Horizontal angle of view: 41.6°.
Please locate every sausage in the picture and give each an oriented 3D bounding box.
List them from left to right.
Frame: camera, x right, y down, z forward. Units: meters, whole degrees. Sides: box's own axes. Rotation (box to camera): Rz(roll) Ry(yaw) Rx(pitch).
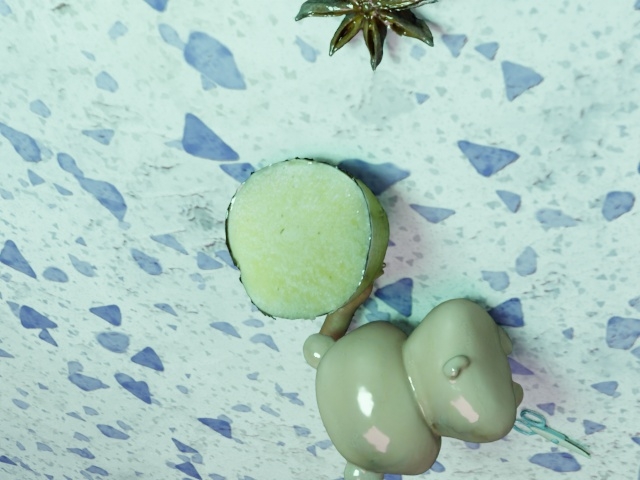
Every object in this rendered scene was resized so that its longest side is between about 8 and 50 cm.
[{"bbox_3d":[0.027,0.105,1.123,0.043,0.043,0.186,22,139,2],"label":"sausage"}]

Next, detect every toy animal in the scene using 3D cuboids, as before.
[{"bbox_3d":[0.124,0.185,1.035,0.229,0.210,0.221,-3,159,-32],"label":"toy animal"}]

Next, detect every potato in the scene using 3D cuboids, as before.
[{"bbox_3d":[0.000,0.000,0.970,0.202,0.182,0.117,-2,177,36],"label":"potato"}]

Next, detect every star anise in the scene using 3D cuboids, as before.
[{"bbox_3d":[0.042,-0.218,0.772,0.141,0.042,0.141,11,138,10],"label":"star anise"}]

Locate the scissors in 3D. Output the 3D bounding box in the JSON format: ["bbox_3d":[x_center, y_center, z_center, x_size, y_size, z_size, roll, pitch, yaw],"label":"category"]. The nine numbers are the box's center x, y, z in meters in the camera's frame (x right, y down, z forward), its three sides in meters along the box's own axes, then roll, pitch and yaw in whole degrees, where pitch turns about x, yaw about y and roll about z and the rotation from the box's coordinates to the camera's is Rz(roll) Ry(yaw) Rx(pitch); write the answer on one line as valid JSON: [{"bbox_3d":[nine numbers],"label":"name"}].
[{"bbox_3d":[0.328,0.276,1.183,0.119,0.014,0.058,27,140,2],"label":"scissors"}]
